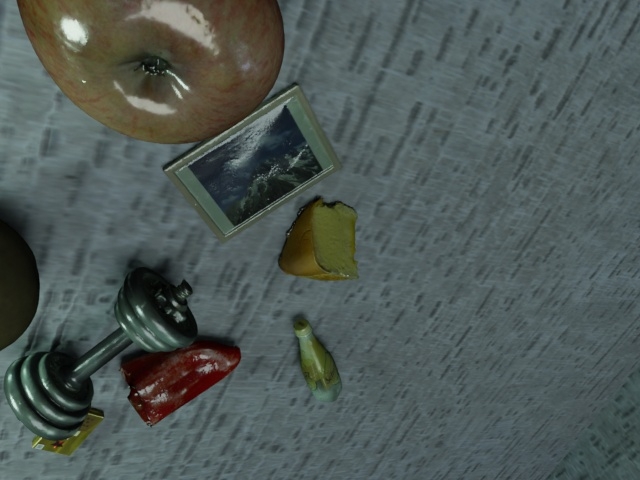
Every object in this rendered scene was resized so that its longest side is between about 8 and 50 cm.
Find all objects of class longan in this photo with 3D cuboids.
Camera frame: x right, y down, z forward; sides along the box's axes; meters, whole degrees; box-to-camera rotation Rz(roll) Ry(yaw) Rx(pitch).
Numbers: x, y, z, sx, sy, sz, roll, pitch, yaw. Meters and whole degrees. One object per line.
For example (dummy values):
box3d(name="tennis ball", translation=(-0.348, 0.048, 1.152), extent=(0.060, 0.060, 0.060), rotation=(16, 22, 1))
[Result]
box3d(name="longan", translation=(-0.551, 0.065, 0.903), extent=(0.248, 0.248, 0.248), rotation=(-14, 130, -17))

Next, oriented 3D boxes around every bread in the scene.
box3d(name="bread", translation=(0.000, 0.000, 1.241), extent=(0.140, 0.169, 0.160), rotation=(14, 77, -35))

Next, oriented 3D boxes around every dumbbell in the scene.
box3d(name="dumbbell", translation=(-0.401, 0.207, 1.112), extent=(0.406, 0.179, 0.179), rotation=(-37, 132, 4))

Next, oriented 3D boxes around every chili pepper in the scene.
box3d(name="chili pepper", translation=(-0.291, 0.275, 1.282), extent=(0.253, 0.136, 0.144), rotation=(-27, 88, -19))

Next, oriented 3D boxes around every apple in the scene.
box3d(name="apple", translation=(-0.209, -0.278, 0.775), extent=(0.345, 0.269, 0.344), rotation=(-14, 131, -17))

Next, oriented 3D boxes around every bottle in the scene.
box3d(name="bottle", translation=(-0.011, 0.286, 1.431), extent=(0.083, 0.083, 0.269), rotation=(-25, 132, -7))

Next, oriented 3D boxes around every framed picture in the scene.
box3d(name="framed picture", translation=(-0.116, -0.134, 1.100), extent=(0.281, 0.019, 0.209), rotation=(-34, 132, 1))

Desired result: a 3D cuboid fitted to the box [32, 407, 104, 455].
box3d(name="box", translation=(-0.543, 0.407, 1.299), extent=(0.133, 0.023, 0.090), rotation=(-47, 130, 13))
